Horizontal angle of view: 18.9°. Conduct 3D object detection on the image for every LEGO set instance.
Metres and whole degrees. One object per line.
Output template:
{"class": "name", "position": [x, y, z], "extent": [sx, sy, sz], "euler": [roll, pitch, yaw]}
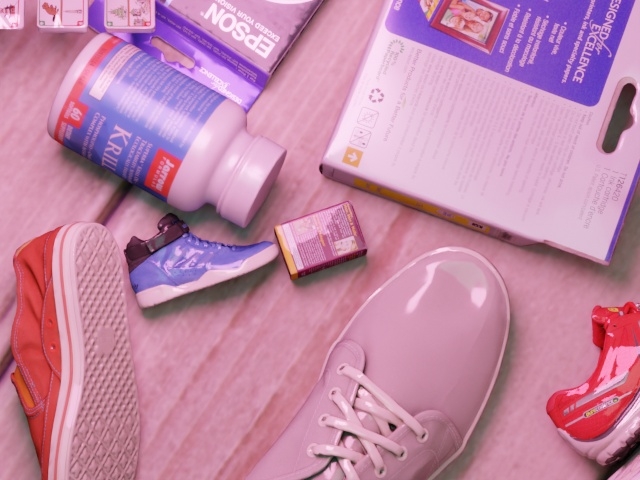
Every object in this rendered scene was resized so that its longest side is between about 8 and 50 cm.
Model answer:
{"class": "LEGO set", "position": [-0.262, -0.304, 1.965], "extent": [0.182, 0.060, 0.244], "euler": [-1, 61, -6]}

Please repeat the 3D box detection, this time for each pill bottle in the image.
{"class": "pill bottle", "position": [-0.150, -0.105, 1.920], "extent": [0.221, 0.124, 0.124], "euler": [29, 81, 5]}

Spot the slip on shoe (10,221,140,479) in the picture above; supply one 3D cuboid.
{"class": "slip on shoe", "position": [-0.250, 0.148, 1.893], "extent": [0.101, 0.123, 0.331], "euler": [-6, 85, 31]}

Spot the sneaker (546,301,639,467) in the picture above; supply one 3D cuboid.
{"class": "sneaker", "position": [0.329, 0.091, 1.909], "extent": [0.118, 0.107, 0.279], "euler": [38, 79, 14]}

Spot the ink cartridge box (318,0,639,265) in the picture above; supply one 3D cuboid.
{"class": "ink cartridge box", "position": [0.194, -0.158, 1.967], "extent": [0.307, 0.072, 0.303], "euler": [21, 80, 0]}

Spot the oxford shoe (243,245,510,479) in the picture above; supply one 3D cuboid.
{"class": "oxford shoe", "position": [0.040, 0.196, 1.871], "extent": [0.169, 0.130, 0.449], "euler": [37, 80, 7]}

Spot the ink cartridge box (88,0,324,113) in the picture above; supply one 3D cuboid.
{"class": "ink cartridge box", "position": [-0.111, -0.259, 1.988], "extent": [0.206, 0.045, 0.208], "euler": [33, 83, 4]}

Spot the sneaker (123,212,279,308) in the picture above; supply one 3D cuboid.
{"class": "sneaker", "position": [-0.124, 0.006, 1.934], "extent": [0.152, 0.058, 0.084], "euler": [-19, 90, 2]}

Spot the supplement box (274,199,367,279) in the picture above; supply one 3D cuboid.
{"class": "supplement box", "position": [0.000, 0.000, 1.945], "extent": [0.083, 0.043, 0.055], "euler": [-18, 81, -3]}

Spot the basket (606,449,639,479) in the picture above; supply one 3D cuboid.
{"class": "basket", "position": [0.404, 0.318, 1.753], "extent": [0.328, 0.266, 0.331], "euler": [-39, 83, -23]}
